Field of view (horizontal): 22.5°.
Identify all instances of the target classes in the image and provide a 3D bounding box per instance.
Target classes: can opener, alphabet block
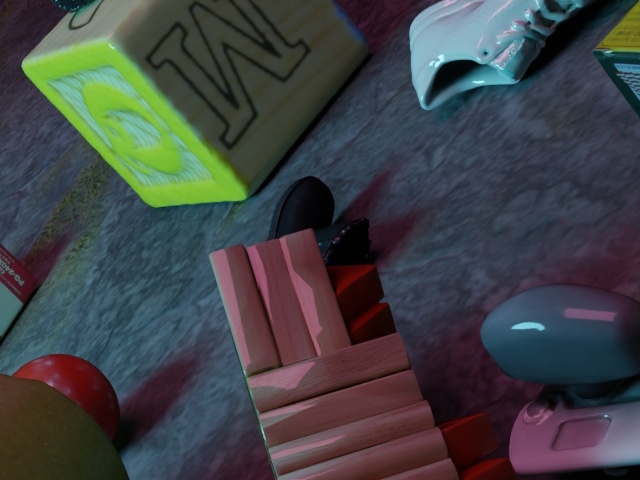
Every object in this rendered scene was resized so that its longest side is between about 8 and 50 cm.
[{"bbox_3d":[0.189,0.060,0.722,0.280,0.093,0.074,-11,36,42],"label":"can opener"},{"bbox_3d":[-0.111,-0.165,1.446,0.197,0.193,0.192,-52,24,-24],"label":"alphabet block"}]

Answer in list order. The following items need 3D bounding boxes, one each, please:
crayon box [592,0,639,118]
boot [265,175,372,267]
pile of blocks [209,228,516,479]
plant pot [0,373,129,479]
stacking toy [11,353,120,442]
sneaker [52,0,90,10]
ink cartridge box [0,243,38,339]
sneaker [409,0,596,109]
[{"bbox_3d":[0.334,-0.187,0.934,0.318,0.081,0.202,-47,24,-12],"label":"crayon box"},{"bbox_3d":[0.000,-0.001,1.169,0.099,0.045,0.121,-12,43,53],"label":"boot"},{"bbox_3d":[0.034,0.122,0.830,0.112,0.149,0.362,-16,32,-4],"label":"pile of blocks"},{"bbox_3d":[-0.234,0.209,0.931,0.276,0.276,0.254,-30,14,25],"label":"plant pot"},{"bbox_3d":[-0.291,0.198,1.168,0.330,0.141,0.141,-39,23,-3],"label":"stacking toy"},{"bbox_3d":[-0.192,-0.263,1.434,0.170,0.051,0.089,-33,28,27],"label":"sneaker"},{"bbox_3d":[-0.356,0.084,1.545,0.109,0.063,0.150,-19,31,41],"label":"ink cartridge box"},{"bbox_3d":[0.154,-0.164,1.202,0.212,0.080,0.094,-33,35,36],"label":"sneaker"}]
